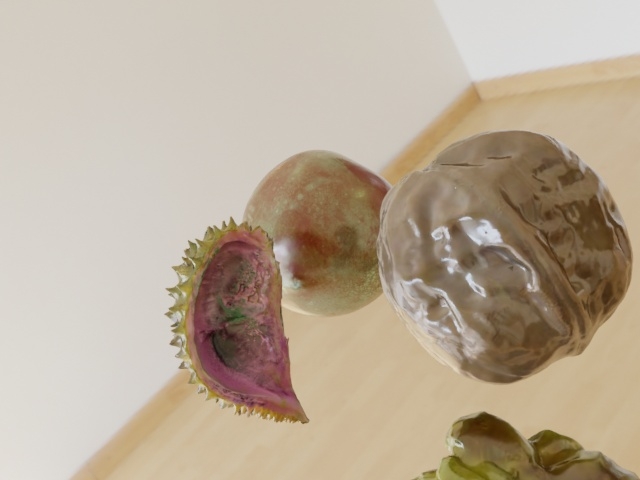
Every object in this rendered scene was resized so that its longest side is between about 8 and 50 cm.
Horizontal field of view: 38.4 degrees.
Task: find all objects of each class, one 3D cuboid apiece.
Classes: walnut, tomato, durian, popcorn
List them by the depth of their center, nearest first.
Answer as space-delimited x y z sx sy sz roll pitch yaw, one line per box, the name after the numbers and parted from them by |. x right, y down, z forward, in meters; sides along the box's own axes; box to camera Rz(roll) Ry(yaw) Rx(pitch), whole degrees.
0.209 0.296 0.970 0.251 0.237 0.206 -46 4 22 | popcorn
0.193 0.019 0.991 0.273 0.273 0.227 -47 8 -32 | walnut
-0.129 0.106 1.173 0.154 0.260 0.186 -7 -11 28 | durian
0.000 0.000 1.461 0.270 0.270 0.222 -12 27 37 | tomato
